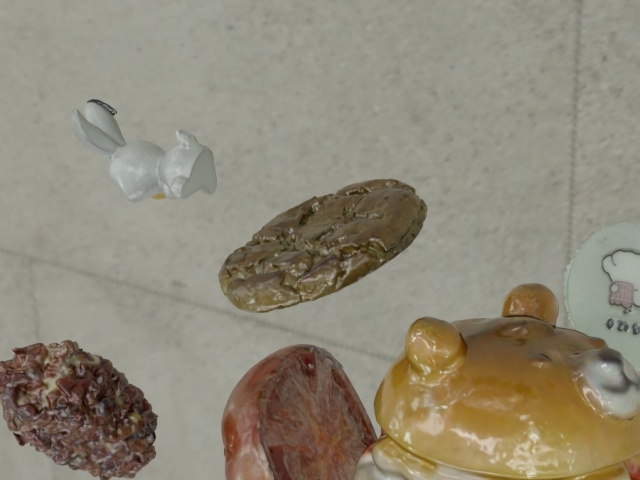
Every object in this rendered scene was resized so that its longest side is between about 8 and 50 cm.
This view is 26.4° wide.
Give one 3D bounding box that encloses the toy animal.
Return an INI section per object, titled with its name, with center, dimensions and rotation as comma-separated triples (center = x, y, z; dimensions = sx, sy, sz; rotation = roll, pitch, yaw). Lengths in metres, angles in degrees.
[toy animal]
center = -0.223, -0.106, 1.730
dimensions = 0.181, 0.131, 0.127
rotation = 9, 104, 19

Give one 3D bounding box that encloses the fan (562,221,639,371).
[fan]
center = 0.403, -0.004, 1.659
dimensions = 0.190, 0.009, 0.329
rotation = 11, 89, 15

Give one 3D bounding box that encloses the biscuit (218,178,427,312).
[biscuit]
center = 0.000, 0.000, 1.339
dimensions = 0.226, 0.226, 0.042
rotation = -7, 116, 39

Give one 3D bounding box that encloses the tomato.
[tomato]
center = -0.029, 0.226, 1.412
dimensions = 0.095, 0.237, 0.237
rotation = -21, 94, 28

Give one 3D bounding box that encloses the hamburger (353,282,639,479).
[hamburger]
center = 0.173, 0.172, 1.226
dimensions = 0.276, 0.276, 0.237
rotation = 12, 107, 34

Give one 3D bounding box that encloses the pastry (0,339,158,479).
[pastry]
center = -0.253, 0.180, 1.450
dimensions = 0.115, 0.208, 0.097
rotation = -22, 52, 21
